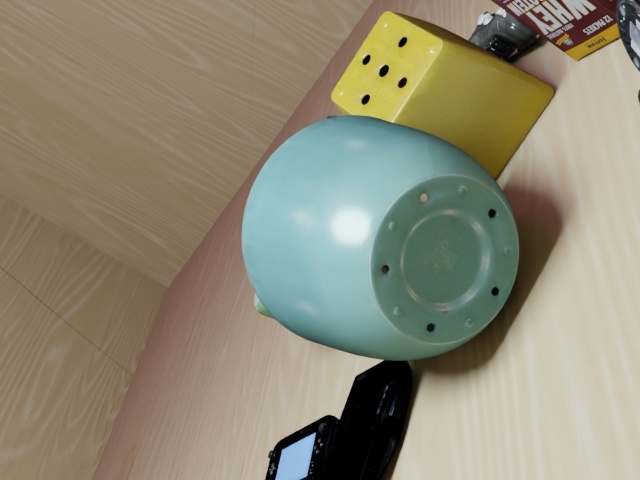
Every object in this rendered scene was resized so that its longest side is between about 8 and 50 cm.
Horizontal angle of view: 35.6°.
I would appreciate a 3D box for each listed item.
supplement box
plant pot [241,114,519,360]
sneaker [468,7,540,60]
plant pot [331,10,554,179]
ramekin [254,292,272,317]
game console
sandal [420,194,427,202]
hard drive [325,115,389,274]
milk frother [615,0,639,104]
[{"bbox_3d":[0.322,-0.375,1.274,0.191,0.194,0.129,-63,14,-17],"label":"supplement box"},{"bbox_3d":[0.085,0.006,1.137,0.293,0.293,0.235,-60,24,-5],"label":"plant pot"},{"bbox_3d":[0.277,-0.303,1.559,0.106,0.078,0.234,-60,9,6],"label":"sneaker"},{"bbox_3d":[0.147,-0.194,1.367,0.212,0.187,0.212,-56,42,9],"label":"plant pot"},{"bbox_3d":[0.000,0.000,1.556,0.303,0.148,0.303,-165,90,-83],"label":"ramekin"},{"bbox_3d":[0.002,0.289,1.304,0.361,0.044,0.213,-41,21,54],"label":"game console"},{"bbox_3d":[0.193,-0.149,1.486,0.240,0.088,0.079,-56,6,-10],"label":"sandal"},{"bbox_3d":[0.070,-0.032,1.326,0.054,0.254,0.172,-17,31,37],"label":"hard drive"},{"bbox_3d":[0.363,-0.184,0.934,0.135,0.129,0.143,-24,-17,1],"label":"milk frother"}]
